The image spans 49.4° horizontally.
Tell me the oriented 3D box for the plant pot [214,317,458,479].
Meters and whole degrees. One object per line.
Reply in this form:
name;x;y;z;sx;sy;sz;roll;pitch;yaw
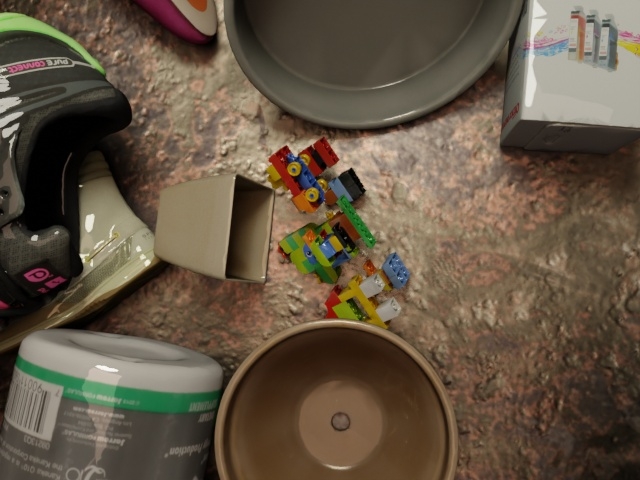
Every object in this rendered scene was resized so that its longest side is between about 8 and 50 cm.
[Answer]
plant pot;0.019;0.197;0.721;0.237;0.110;0.238;0;86;6

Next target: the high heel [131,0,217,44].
high heel;-0.279;-0.344;0.812;0.181;0.127;0.377;-38;87;30

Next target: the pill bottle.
pill bottle;-0.228;0.282;0.690;0.204;0.204;0.361;11;87;6

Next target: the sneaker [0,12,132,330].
sneaker;-0.342;0.018;0.655;0.202;0.185;0.483;27;86;3

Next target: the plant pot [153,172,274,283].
plant pot;-0.118;-0.012;0.756;0.096;0.109;0.109;4;86;18

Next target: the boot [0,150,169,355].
boot;-0.297;0.015;0.781;0.213;0.077;0.165;-33;84;-3

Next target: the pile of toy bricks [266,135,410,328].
pile of toy bricks;0.000;0.000;0.753;0.105;0.118;0.212;-29;101;30

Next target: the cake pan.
cake pan;0.051;-0.239;0.687;0.293;0.293;0.054;-12;49;4

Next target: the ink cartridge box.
ink cartridge box;0.263;-0.187;0.717;0.127;0.128;0.176;6;87;6
